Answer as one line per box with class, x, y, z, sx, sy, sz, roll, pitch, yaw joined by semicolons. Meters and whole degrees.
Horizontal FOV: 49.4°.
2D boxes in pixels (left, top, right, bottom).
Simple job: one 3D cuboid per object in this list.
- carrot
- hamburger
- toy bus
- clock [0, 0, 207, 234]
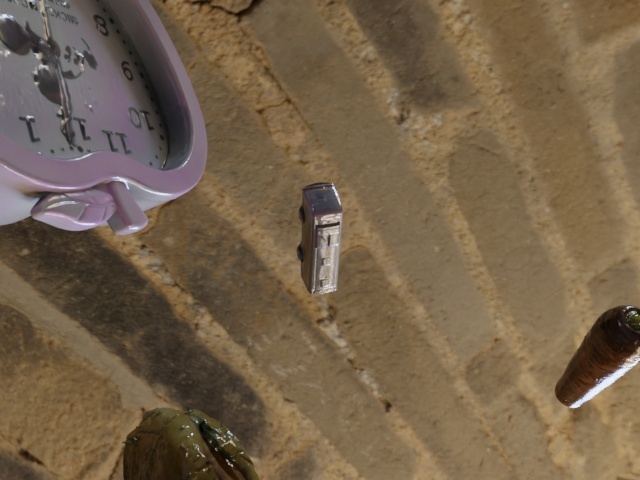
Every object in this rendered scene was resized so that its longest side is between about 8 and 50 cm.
carrot;0.163;0.070;0.405;0.032;0.032;0.093;-34;-25;-29
hamburger;-0.161;0.378;0.988;0.132;0.211;0.309;-23;-93;-38
toy bus;0.000;0.000;1.034;0.057;0.072;0.172;-9;-48;-14
clock;-0.247;-0.146;0.623;0.338;0.102;0.339;45;-148;-40
